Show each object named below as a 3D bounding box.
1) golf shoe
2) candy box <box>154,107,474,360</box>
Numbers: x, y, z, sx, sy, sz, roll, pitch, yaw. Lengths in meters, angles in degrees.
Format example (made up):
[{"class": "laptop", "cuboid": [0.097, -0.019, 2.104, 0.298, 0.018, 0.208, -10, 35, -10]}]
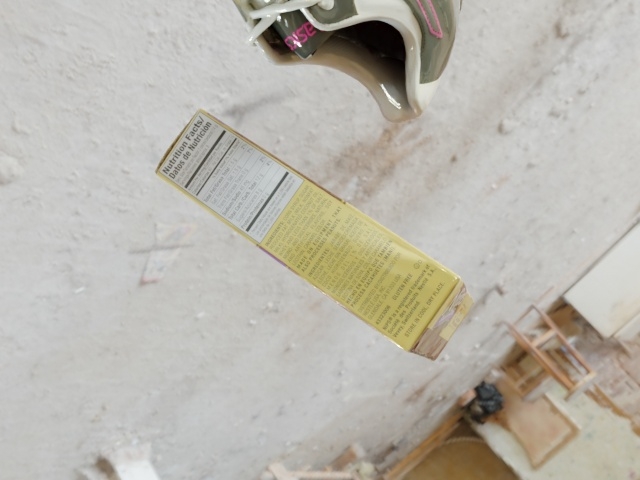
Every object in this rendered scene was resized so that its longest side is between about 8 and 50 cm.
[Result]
[{"class": "golf shoe", "cuboid": [-0.021, -0.162, 0.368, 0.273, 0.120, 0.105, 21, 155, -34]}, {"class": "candy box", "cuboid": [0.000, 0.000, 0.454, 0.053, 0.187, 0.109, -54, 160, 0]}]
